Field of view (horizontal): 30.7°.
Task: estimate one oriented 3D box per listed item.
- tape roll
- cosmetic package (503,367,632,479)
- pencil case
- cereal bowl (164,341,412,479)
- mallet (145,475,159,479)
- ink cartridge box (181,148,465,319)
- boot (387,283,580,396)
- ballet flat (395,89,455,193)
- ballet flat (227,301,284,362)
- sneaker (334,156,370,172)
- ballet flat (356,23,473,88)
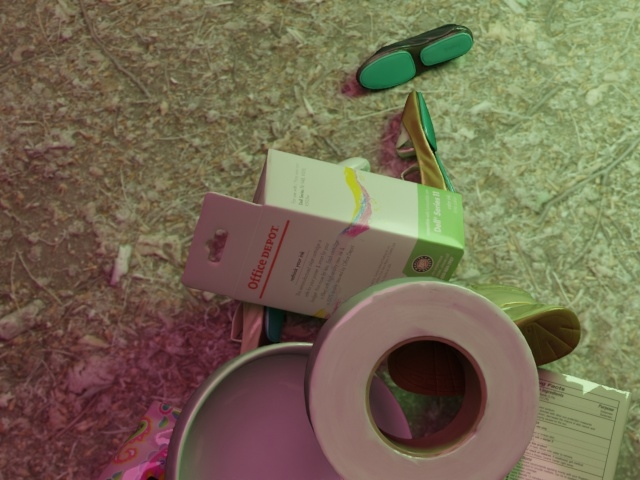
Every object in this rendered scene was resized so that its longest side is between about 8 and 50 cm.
[{"bbox_3d":[0.123,0.188,1.448,0.286,0.100,0.286,0,91,-6],"label":"tape roll"},{"bbox_3d":[0.299,0.338,1.551,0.160,0.113,0.309,16,65,11],"label":"cosmetic package"},{"bbox_3d":[-0.254,0.350,1.583,0.124,0.124,0.284,28,69,16],"label":"pencil case"},{"bbox_3d":[-0.050,0.302,1.541,0.339,0.141,0.339,1,87,-21],"label":"cereal bowl"},{"bbox_3d":[-0.191,0.397,1.533,0.062,0.190,0.039,-41,24,-27],"label":"mallet"},{"bbox_3d":[0.000,0.000,1.623,0.353,0.207,0.119,13,45,-10],"label":"ink cartridge box"},{"bbox_3d":[0.200,0.129,1.609,0.262,0.203,0.095,-16,102,-7],"label":"boot"},{"bbox_3d":[0.153,-0.130,1.813,0.073,0.080,0.232,-20,62,11],"label":"ballet flat"},{"bbox_3d":[-0.095,0.160,1.693,0.086,0.086,0.248,2,63,5],"label":"ballet flat"},{"bbox_3d":[-0.028,-0.066,1.790,0.235,0.090,0.095,-35,57,-14],"label":"sneaker"},{"bbox_3d":[0.150,-0.305,1.907,0.203,0.074,0.074,-21,64,0],"label":"ballet flat"}]
